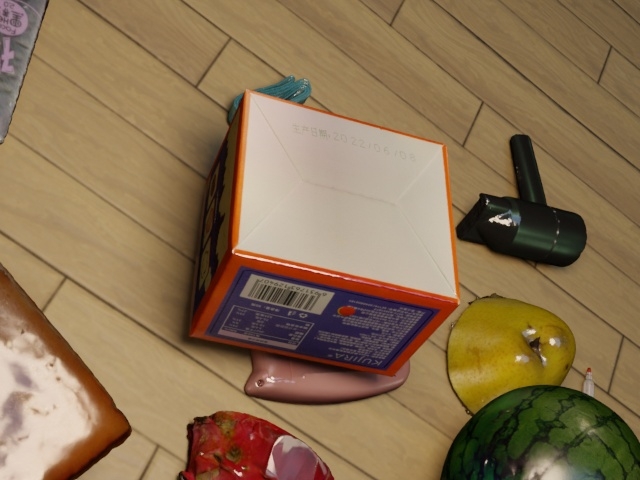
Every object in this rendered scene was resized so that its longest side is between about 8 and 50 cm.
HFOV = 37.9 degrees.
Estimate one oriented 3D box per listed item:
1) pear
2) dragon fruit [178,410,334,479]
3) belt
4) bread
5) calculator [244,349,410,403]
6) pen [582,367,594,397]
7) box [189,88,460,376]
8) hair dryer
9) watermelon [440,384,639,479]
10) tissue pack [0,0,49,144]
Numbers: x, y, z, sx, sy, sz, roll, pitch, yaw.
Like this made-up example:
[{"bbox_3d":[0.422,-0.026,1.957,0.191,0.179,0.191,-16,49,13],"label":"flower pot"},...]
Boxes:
[{"bbox_3d":[0.374,0.204,1.680,0.266,0.178,0.267,12,67,-29],"label":"pear"},{"bbox_3d":[-0.089,0.355,1.371,0.261,0.189,0.163,40,25,-5],"label":"dragon fruit"},{"bbox_3d":[-0.078,-0.234,1.670,0.179,0.065,0.100,-33,78,-35],"label":"belt"},{"bbox_3d":[-0.462,0.221,1.164,0.333,0.143,0.323,50,53,-3],"label":"bread"},{"bbox_3d":[0.019,0.161,1.565,0.329,0.048,0.220,0,68,-30],"label":"calculator"},{"bbox_3d":[0.511,0.345,1.789,0.026,0.026,0.218,23,59,-21],"label":"pen"},{"bbox_3d":[0.000,0.000,1.447,0.348,0.257,0.319,12,51,-17],"label":"box"},{"bbox_3d":[0.384,-0.103,1.873,0.244,0.116,0.302,14,52,-25],"label":"hair dryer"},{"bbox_3d":[0.357,0.403,1.490,0.363,0.363,0.363,12,64,-26],"label":"watermelon"},{"bbox_3d":[-0.558,-0.318,1.392,0.259,0.122,0.361,18,64,-21],"label":"tissue pack"}]
